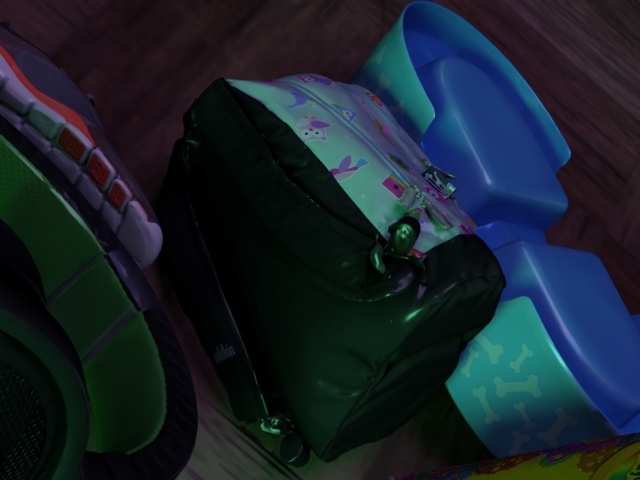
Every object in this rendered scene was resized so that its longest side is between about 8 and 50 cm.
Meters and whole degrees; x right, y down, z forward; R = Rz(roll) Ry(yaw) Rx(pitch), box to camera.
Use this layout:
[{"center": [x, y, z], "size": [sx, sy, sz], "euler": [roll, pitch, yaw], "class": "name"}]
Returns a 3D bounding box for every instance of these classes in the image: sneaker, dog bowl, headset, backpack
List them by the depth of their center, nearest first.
[{"center": [-0.202, 0.017, 0.542], "size": [0.243, 0.185, 0.394], "euler": [56, 14, 24], "class": "headset"}, {"center": [-0.125, -0.055, 0.749], "size": [0.158, 0.061, 0.065], "euler": [49, 36, 4], "class": "sneaker"}, {"center": [0.000, 0.000, 0.756], "size": [0.115, 0.152, 0.182], "euler": [-4, 49, -47], "class": "backpack"}, {"center": [0.102, 0.006, 0.842], "size": [0.166, 0.074, 0.297], "euler": [9, 51, -55], "class": "dog bowl"}]

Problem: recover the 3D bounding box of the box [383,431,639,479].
[{"center": [0.068, 0.259, 0.511], "size": [0.290, 0.177, 0.279], "euler": [-35, 103, -47], "class": "box"}]
